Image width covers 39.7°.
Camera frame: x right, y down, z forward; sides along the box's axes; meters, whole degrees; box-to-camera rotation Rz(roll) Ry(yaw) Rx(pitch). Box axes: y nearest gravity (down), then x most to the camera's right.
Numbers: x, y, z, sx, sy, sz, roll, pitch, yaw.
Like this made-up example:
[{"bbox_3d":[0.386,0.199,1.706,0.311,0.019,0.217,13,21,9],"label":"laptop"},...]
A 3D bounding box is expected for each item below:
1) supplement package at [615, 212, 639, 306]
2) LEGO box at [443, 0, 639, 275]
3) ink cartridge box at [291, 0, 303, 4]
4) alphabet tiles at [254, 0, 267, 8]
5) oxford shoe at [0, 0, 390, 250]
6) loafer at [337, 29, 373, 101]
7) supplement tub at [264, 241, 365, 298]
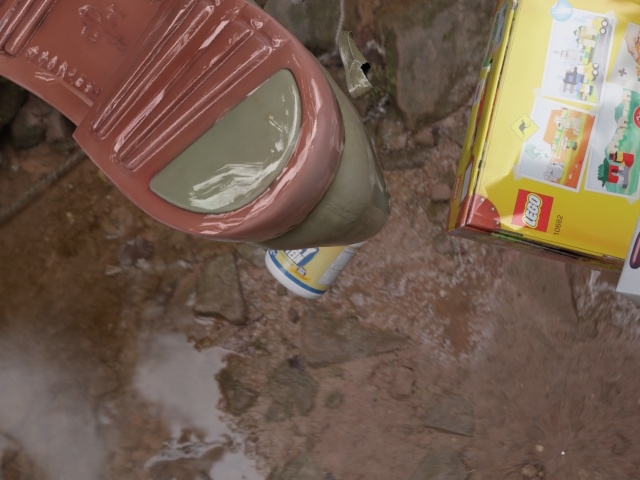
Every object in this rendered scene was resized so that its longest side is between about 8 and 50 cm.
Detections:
[{"bbox_3d":[0.626,0.062,1.336,0.262,0.204,0.145,10,78,50],"label":"supplement package"},{"bbox_3d":[0.481,-0.215,1.689,0.372,0.193,0.500,14,86,-2],"label":"LEGO box"},{"bbox_3d":[-0.074,-0.343,0.797,0.060,0.275,0.239,-43,96,-2],"label":"ink cartridge box"},{"bbox_3d":[-0.183,-0.524,1.980,0.011,0.342,0.285,34,107,5],"label":"alphabet tiles"},{"bbox_3d":[-0.112,-0.124,0.531,0.140,0.146,0.397,-46,62,10],"label":"oxford shoe"},{"bbox_3d":[0.070,-0.339,1.704,0.050,0.056,0.148,-15,76,17],"label":"loafer"},{"bbox_3d":[0.000,0.000,1.732,0.144,0.144,0.200,44,108,20],"label":"supplement tub"}]
